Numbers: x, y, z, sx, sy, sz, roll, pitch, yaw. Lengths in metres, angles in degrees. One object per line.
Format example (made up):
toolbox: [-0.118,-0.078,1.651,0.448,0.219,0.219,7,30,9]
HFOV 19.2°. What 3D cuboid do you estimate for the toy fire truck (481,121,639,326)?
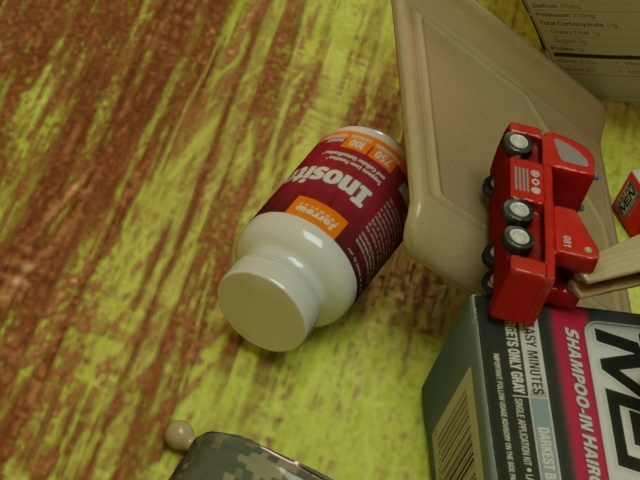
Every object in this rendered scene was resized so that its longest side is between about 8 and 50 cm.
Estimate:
toy fire truck: [0.168,0.015,1.145,0.135,0.047,0.192,14,43,-7]

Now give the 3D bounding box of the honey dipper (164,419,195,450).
honey dipper: [-0.032,0.159,1.118,0.161,0.030,0.030,37,50,15]

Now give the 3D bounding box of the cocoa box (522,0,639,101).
cocoa box: [0.295,-0.299,1.377,0.231,0.228,0.347,3,53,33]

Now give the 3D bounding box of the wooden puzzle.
wooden puzzle: [0.125,-0.043,1.279,0.221,0.044,0.238,32,43,-34]

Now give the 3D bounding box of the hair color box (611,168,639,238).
hair color box: [0.273,0.009,1.332,0.072,0.043,0.141,-13,57,-26]

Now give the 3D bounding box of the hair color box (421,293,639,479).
hair color box: [0.262,0.156,1.164,0.374,0.113,0.185,8,50,-14]

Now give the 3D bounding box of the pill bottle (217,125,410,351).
pill bottle: [0.000,0.000,1.219,0.086,0.086,0.152,32,49,8]

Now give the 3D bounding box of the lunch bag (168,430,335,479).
lunch bag: [0.005,0.279,0.926,0.305,0.212,0.256,28,65,6]
